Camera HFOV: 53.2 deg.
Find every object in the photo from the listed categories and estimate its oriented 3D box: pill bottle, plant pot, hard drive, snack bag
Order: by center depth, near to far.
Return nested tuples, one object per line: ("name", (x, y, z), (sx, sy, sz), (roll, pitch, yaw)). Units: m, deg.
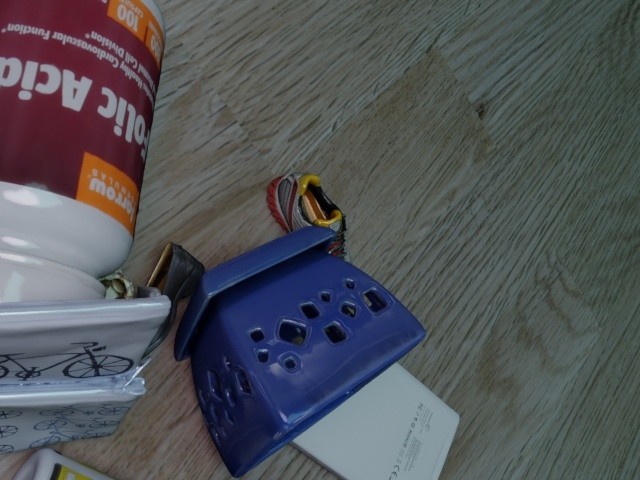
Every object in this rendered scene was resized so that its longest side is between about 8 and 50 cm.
("snack bag", (-0.313, 0.139, 0.567), (0.323, 0.342, 0.037), (1, 58, -31))
("pill bottle", (-0.297, -0.086, 0.666), (0.224, 0.224, 0.392), (17, 65, -33))
("pill bottle", (-0.259, 0.317, 0.721), (0.184, 0.103, 0.103), (37, 62, -25))
("plant pot", (-0.048, 0.128, 0.817), (0.236, 0.236, 0.212), (-25, 71, -35))
("hard drive", (0.086, 0.290, 1.017), (0.307, 0.040, 0.203), (42, 60, -23))

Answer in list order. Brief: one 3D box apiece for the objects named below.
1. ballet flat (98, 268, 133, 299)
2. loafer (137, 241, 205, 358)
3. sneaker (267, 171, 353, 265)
("ballet flat", (-0.311, 0.113, 0.738), (0.091, 0.077, 0.241), (51, 58, -19))
("loafer", (-0.215, 0.078, 0.818), (0.061, 0.062, 0.170), (55, 44, -35))
("sneaker", (0.000, 0.000, 0.975), (0.088, 0.093, 0.225), (-37, 104, -35))
